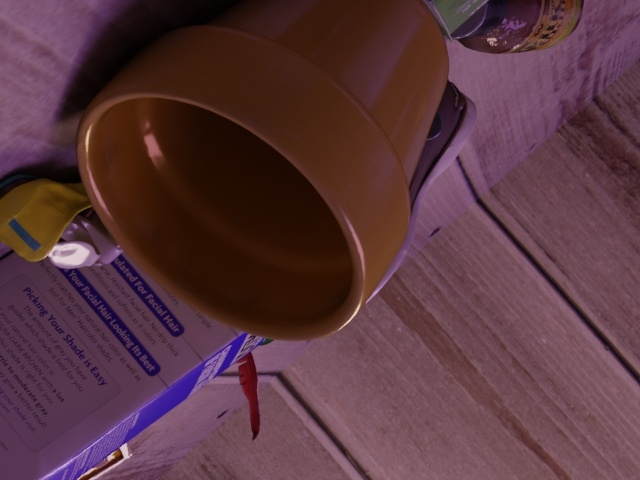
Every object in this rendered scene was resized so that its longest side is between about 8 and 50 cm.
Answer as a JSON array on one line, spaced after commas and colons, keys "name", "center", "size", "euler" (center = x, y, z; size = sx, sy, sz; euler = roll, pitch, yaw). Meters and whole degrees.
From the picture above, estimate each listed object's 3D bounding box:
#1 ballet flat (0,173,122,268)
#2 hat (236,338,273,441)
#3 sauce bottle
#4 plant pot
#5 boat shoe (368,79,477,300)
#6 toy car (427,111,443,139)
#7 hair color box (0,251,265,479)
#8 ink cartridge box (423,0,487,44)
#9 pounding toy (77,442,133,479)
[{"name": "ballet flat", "center": [-0.202, -0.013, 1.362], "size": [0.077, 0.077, 0.231], "euler": [-44, 171, 13]}, {"name": "hat", "center": [-0.069, 0.129, 2.266], "size": [0.173, 0.183, 0.208], "euler": [-37, 170, -25]}, {"name": "sauce bottle", "center": [0.194, -0.252, 1.755], "size": [0.111, 0.111, 0.344], "euler": [-45, 171, 23]}, {"name": "plant pot", "center": [-0.022, -0.090, 1.281], "size": [0.239, 0.254, 0.254], "euler": [-53, 180, -36]}, {"name": "boat shoe", "center": [0.067, -0.061, 1.919], "size": [0.116, 0.097, 0.324], "euler": [15, -111, 50]}, {"name": "toy car", "center": [0.010, -0.094, 1.475], "size": [0.188, 0.155, 0.149], "euler": [-32, 164, 7]}, {"name": "hair color box", "center": [-0.216, 0.092, 1.462], "size": [0.339, 0.185, 0.110], "euler": [-35, 167, -29]}, {"name": "ink cartridge box", "center": [0.093, -0.241, 1.391], "size": [0.062, 0.109, 0.209], "euler": [-41, 171, 6]}, {"name": "pounding toy", "center": [-0.234, 0.187, 1.571], "size": [0.141, 0.100, 0.130], "euler": [-30, 151, -12]}]
